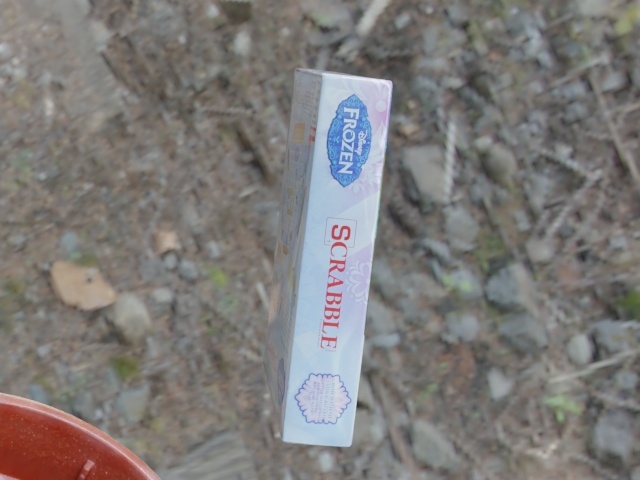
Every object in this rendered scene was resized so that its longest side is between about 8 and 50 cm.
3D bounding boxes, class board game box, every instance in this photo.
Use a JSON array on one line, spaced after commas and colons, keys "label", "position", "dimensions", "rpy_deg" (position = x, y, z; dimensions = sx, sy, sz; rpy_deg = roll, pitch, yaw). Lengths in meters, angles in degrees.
[{"label": "board game box", "position": [0.000, 0.000, 1.430], "dimensions": [0.065, 0.319, 0.318], "rpy_deg": [6, 97, -6]}]

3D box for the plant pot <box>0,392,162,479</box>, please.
[{"label": "plant pot", "position": [-0.262, 0.297, 1.105], "dimensions": [0.272, 0.265, 0.272], "rpy_deg": [23, 25, -11]}]
